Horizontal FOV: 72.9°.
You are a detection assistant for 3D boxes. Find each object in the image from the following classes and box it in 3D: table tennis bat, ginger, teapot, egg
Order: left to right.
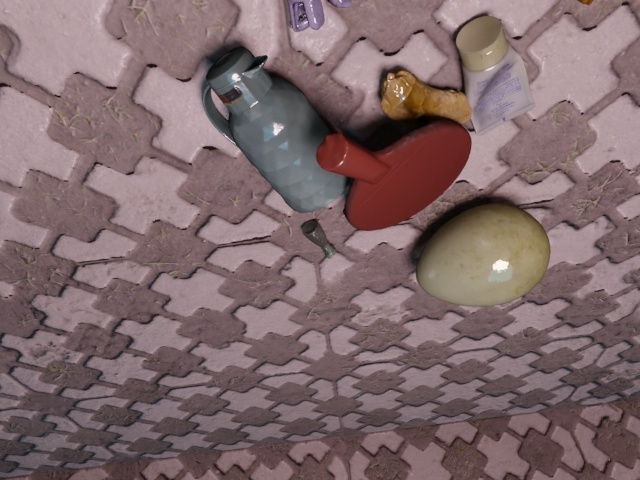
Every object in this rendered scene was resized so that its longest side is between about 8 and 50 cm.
[{"bbox_3d":[0.000,0.000,1.003,0.043,0.042,0.110,-22,138,16],"label":"teapot"},{"bbox_3d":[0.134,-0.113,0.769,0.268,0.051,0.415,-45,153,25],"label":"table tennis bat"},{"bbox_3d":[0.180,-0.236,0.755,0.190,0.068,0.095,16,145,-26],"label":"ginger"},{"bbox_3d":[0.348,0.041,0.962,0.295,0.218,0.218,-24,135,28],"label":"egg"}]

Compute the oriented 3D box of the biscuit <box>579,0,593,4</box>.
[{"bbox_3d":[0.423,-0.448,0.591,0.176,0.031,0.228,-9,136,4],"label":"biscuit"}]

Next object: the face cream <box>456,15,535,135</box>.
[{"bbox_3d":[0.297,-0.273,0.750,0.114,0.070,0.224,-26,146,21],"label":"face cream"}]

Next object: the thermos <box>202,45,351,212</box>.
[{"bbox_3d":[-0.081,-0.184,0.737,0.182,0.145,0.286,-3,143,39],"label":"thermos"}]

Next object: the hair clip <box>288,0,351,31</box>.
[{"bbox_3d":[-0.027,-0.401,0.547,0.137,0.090,0.278,-40,141,-16],"label":"hair clip"}]
